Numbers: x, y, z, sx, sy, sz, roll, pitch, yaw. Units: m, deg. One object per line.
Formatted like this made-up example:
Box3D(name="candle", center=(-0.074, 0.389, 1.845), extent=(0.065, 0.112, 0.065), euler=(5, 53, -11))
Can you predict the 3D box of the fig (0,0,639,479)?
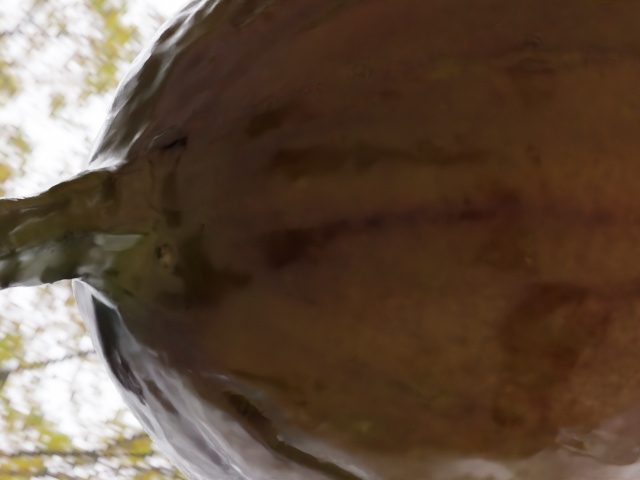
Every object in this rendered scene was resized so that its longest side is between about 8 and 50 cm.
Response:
Box3D(name="fig", center=(0.008, 0.003, 0.423), extent=(0.202, 0.149, 0.148), euler=(-13, -142, -13))
